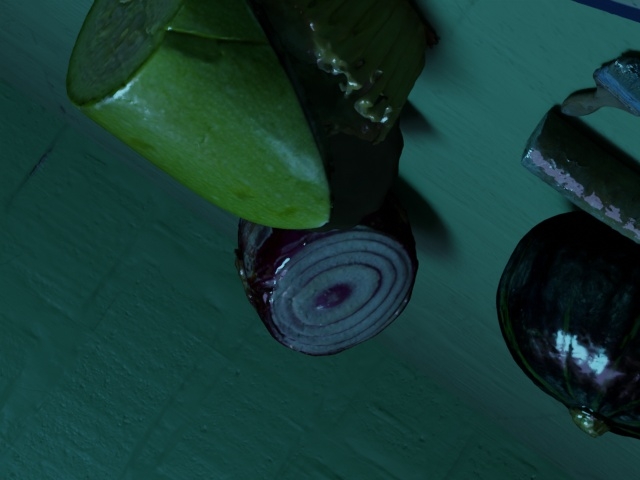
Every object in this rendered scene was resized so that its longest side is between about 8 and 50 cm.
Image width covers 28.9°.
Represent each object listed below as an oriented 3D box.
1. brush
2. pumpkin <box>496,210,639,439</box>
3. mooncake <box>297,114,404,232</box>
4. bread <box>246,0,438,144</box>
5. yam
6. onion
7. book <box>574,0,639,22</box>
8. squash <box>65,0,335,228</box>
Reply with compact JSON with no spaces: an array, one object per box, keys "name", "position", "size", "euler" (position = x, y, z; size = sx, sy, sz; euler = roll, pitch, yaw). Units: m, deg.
[{"name":"brush","position":[0.272,-0.137,1.184],"size":[0.070,0.021,0.196],"euler":[38,169,-9]},{"name":"pumpkin","position":[0.354,0.115,1.460],"size":[0.315,0.238,0.315],"euler":[29,165,8]},{"name":"mooncake","position":[-0.013,-0.123,1.587],"size":[0.228,0.228,0.124],"euler":[38,178,-14]},{"name":"bread","position":[-0.014,-0.219,1.355],"size":[0.274,0.149,0.274],"euler":[34,163,12]},{"name":"yam","position":[0.290,-0.065,1.320],"size":[0.169,0.068,0.068],"euler":[37,169,-3]},{"name":"onion","position":[0.000,0.000,1.970],"size":[0.337,0.281,0.260],"euler":[67,-179,-50]},{"name":"book","position":[0.259,-0.208,0.802],"size":[0.428,0.039,0.300],"euler":[29,170,38]},{"name":"squash","position":[-0.087,-0.145,1.315],"size":[0.309,0.210,0.233],"euler":[29,172,-32]}]
